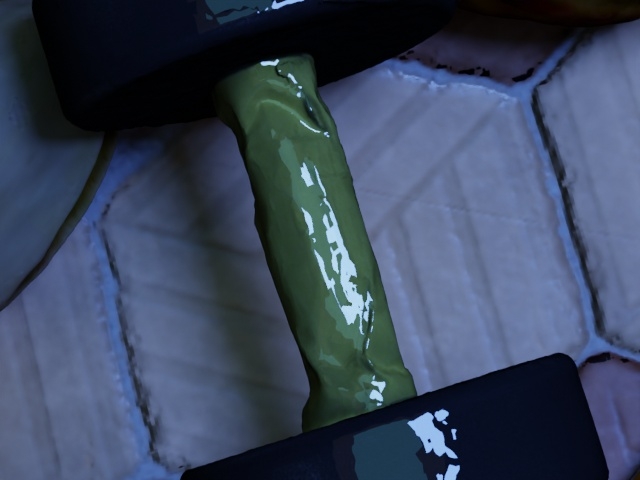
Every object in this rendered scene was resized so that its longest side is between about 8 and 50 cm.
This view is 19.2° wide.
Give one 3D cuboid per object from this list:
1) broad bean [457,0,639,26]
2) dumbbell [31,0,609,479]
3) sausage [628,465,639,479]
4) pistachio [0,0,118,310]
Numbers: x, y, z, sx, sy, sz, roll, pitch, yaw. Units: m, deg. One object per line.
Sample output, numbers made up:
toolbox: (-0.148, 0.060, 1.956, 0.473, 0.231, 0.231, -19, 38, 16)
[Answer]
broad bean: (0.138, -0.179, 1.003, 0.228, 0.156, 0.122, 4, 110, 9)
dumbbell: (0.000, 0.000, 0.917, 0.204, 0.204, 0.322, -17, 85, 0)
sausage: (0.196, 0.119, 0.972, 0.053, 0.053, 0.348, 39, 82, 11)
pistachio: (-0.187, -0.036, 0.997, 0.131, 0.129, 0.206, 42, 76, 2)
